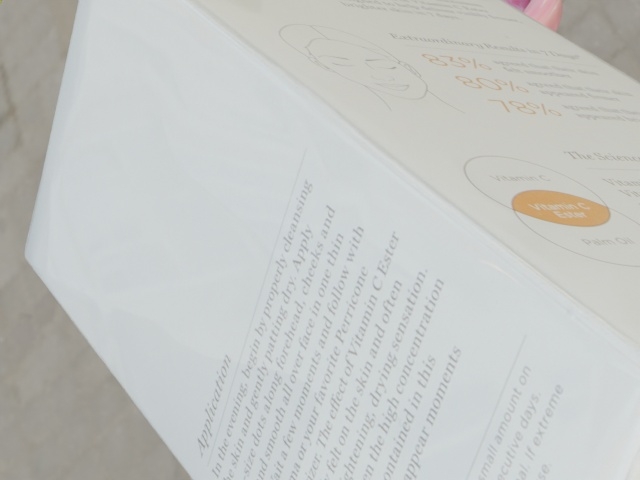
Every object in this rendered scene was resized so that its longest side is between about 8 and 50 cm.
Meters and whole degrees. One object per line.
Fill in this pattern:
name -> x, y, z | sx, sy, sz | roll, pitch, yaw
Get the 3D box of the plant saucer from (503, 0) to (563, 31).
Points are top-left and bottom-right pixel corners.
plant saucer -> 0.018, -0.142, 1.024 | 0.332, 0.332, 0.084 | 26, 137, 46

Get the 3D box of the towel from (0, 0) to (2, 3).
towel -> -0.240, -0.121, 0.918 | 0.083, 0.009, 0.060 | -59, 3, 43

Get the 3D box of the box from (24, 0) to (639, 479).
box -> 0.056, 0.019, 0.545 | 0.345, 0.215, 0.168 | 43, 124, 44
